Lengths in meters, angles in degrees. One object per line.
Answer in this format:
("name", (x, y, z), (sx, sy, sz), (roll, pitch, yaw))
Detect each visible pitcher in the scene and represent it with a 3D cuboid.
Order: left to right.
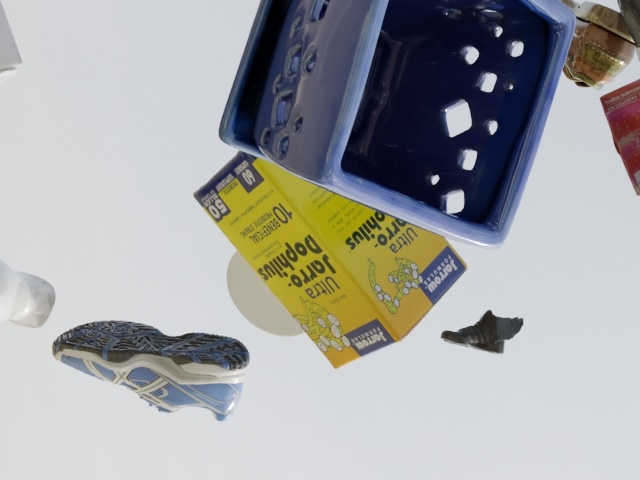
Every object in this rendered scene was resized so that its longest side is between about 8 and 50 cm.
("pitcher", (-0.540, 0.070, 1.494), (0.177, 0.207, 0.126), (19, -91, 22))

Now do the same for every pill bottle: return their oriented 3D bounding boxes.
("pill bottle", (0.000, 0.000, 1.802), (0.224, 0.392, 0.224), (13, -58, 21))

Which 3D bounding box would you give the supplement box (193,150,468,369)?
("supplement box", (0.014, -0.014, 1.475), (0.356, 0.195, 0.194), (51, -36, -4))

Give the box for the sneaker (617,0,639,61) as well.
("sneaker", (0.424, -0.317, 1.207), (0.078, 0.234, 0.106), (-22, -66, 41))

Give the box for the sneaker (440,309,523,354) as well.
("sneaker", (0.333, 0.182, 1.996), (0.051, 0.170, 0.089), (161, -57, -74))

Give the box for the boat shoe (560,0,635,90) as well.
("boat shoe", (0.369, -0.278, 1.376), (0.104, 0.110, 0.307), (-64, 179, 14))

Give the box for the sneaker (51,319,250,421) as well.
("sneaker", (-0.179, 0.136, 0.995), (0.211, 0.080, 0.081), (10, -67, 12))

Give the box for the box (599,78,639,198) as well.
("box", (0.433, -0.127, 0.975), (0.256, 0.128, 0.123), (-24, -116, 24))

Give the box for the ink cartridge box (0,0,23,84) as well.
("ink cartridge box", (-0.663, -0.394, 1.444), (0.166, 0.285, 0.395), (-14, -83, 55))

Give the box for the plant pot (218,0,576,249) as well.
("plant pot", (0.055, -0.145, 0.880), (0.212, 0.236, 0.236), (19, -89, 50))
